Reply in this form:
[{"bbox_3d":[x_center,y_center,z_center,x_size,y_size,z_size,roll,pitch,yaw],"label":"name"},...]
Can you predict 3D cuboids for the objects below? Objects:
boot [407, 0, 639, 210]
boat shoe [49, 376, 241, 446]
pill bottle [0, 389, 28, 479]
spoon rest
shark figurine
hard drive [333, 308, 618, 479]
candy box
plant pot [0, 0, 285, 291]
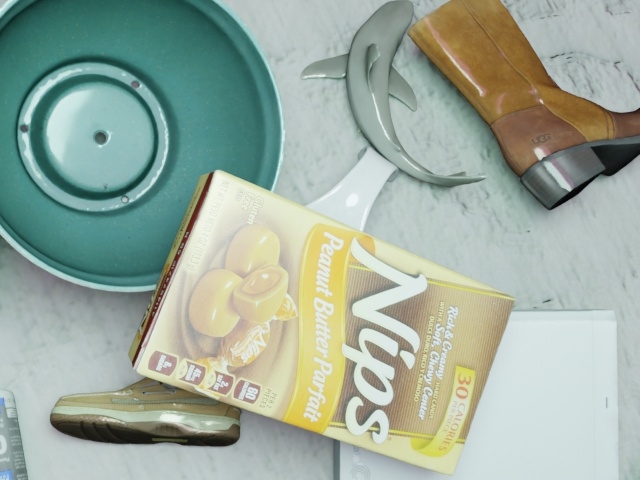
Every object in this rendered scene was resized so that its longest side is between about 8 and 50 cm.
[{"bbox_3d":[0.276,-0.196,0.935,0.264,0.096,0.280,-28,74,-24],"label":"boot"},{"bbox_3d":[-0.177,0.170,0.779,0.190,0.068,0.072,9,59,-16],"label":"boat shoe"},{"bbox_3d":[-0.326,0.220,0.727,0.078,0.078,0.137,-13,75,-12],"label":"pill bottle"},{"bbox_3d":[0.000,0.000,0.841,0.137,0.084,0.276,35,70,1],"label":"spoon rest"},{"bbox_3d":[0.080,-0.173,0.895,0.166,0.116,0.278,-14,73,-11],"label":"shark figurine"},{"bbox_3d":[0.168,0.176,0.812,0.308,0.040,0.203,0,88,-9],"label":"hard drive"},{"bbox_3d":[0.006,0.080,0.701,0.316,0.087,0.183,23,85,-17],"label":"candy box"},{"bbox_3d":[-0.208,-0.106,0.757,0.293,0.196,0.293,-3,96,-27],"label":"plant pot"}]
